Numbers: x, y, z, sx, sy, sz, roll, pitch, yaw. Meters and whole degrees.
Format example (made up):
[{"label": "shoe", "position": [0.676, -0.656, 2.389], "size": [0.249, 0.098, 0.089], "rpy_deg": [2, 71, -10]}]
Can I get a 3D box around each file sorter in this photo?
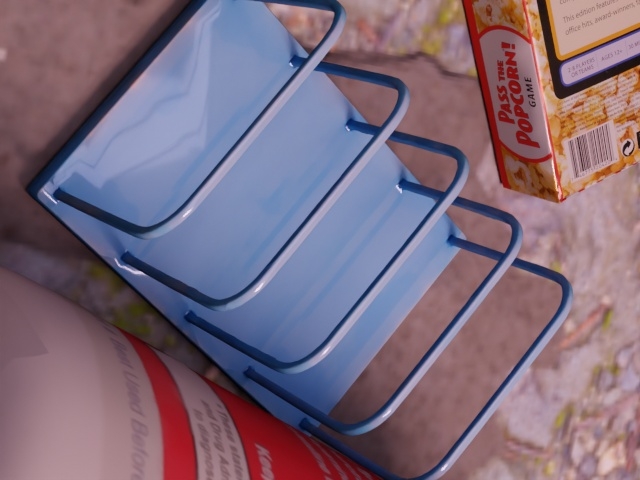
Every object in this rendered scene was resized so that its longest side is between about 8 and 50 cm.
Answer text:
[{"label": "file sorter", "position": [0.000, 0.000, 0.585], "size": [0.118, 0.104, 0.170], "rpy_deg": [-50, 122, -11]}]

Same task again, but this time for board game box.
[{"label": "board game box", "position": [0.131, -0.134, 0.667], "size": [0.147, 0.045, 0.193], "rpy_deg": [-24, 114, -24]}]

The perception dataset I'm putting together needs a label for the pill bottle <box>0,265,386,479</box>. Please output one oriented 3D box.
[{"label": "pill bottle", "position": [-0.020, 0.192, 0.544], "size": [0.408, 0.229, 0.229], "rpy_deg": [34, 83, -33]}]
